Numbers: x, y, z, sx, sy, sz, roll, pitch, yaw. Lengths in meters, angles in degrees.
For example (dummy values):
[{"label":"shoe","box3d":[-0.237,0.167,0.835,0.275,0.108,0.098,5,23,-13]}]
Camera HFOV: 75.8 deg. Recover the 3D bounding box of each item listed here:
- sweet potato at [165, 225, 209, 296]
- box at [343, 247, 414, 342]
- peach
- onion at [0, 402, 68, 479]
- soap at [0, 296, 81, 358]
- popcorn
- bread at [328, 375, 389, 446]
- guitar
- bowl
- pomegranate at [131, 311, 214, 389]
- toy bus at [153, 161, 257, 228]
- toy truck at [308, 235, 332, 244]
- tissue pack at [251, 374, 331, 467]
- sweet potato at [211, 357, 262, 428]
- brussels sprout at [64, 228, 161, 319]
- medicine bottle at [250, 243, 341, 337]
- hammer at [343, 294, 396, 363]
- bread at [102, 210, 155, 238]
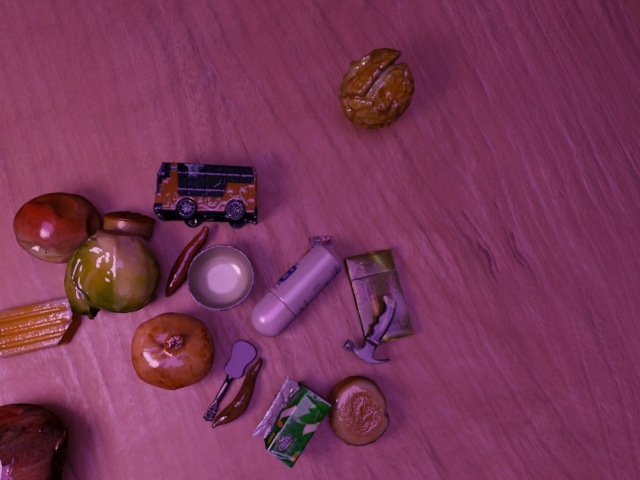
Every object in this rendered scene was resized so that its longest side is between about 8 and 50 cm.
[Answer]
[{"label":"sweet potato","box3d":[-0.446,0.067,1.358,0.057,0.057,0.265,26,83,-2]},{"label":"box","box3d":[0.201,0.195,1.432,0.172,0.043,0.312,-12,80,-9]},{"label":"peach","box3d":[-0.799,-0.048,1.272,0.214,0.214,0.236,28,42,-1]},{"label":"onion","box3d":[-0.850,0.609,1.090,0.352,0.353,0.354,2,79,-8]},{"label":"soap","box3d":[-0.867,0.265,1.255,0.231,0.073,0.141,-12,82,-10]},{"label":"popcorn","box3d":[0.193,-0.529,1.464,0.281,0.247,0.283,-12,113,-30]},{"label":"bread","box3d":[0.116,0.545,1.318,0.213,0.105,0.214,2,82,-12]},{"label":"guitar","box3d":[-0.297,0.451,1.314,0.083,0.038,0.271,28,76,0]},{"label":"bowl","box3d":[-0.319,0.125,1.339,0.211,0.112,0.212,1,78,-7]},{"label":"pomegranate","box3d":[-0.437,0.326,1.223,0.247,0.248,0.249,2,79,-8]},{"label":"toy bus","box3d":[-0.370,-0.150,1.365,0.322,0.162,0.195,2,78,-9]},{"label":"toy truck","box3d":[0.000,0.000,1.453,0.083,0.024,0.032,-5,102,-7]},{"label":"tissue pack","box3d":[-0.095,0.543,1.267,0.156,0.148,0.209,36,77,-1]},{"label":"sweet potato","box3d":[-0.245,0.493,1.303,0.069,0.059,0.250,23,71,36]},{"label":"brussels sprout","box3d":[-0.625,0.105,1.249,0.259,0.227,0.295,12,106,-15]},{"label":"medicine bottle","box3d":[-0.088,0.172,1.353,0.130,0.130,0.341,44,77,2]},{"label":"hammer","box3d":[0.192,0.297,1.368,0.158,0.041,0.227,28,78,-1]},{"label":"bread","box3d":[-0.624,-0.050,1.330,0.155,0.125,0.086,6,96,-11]}]
